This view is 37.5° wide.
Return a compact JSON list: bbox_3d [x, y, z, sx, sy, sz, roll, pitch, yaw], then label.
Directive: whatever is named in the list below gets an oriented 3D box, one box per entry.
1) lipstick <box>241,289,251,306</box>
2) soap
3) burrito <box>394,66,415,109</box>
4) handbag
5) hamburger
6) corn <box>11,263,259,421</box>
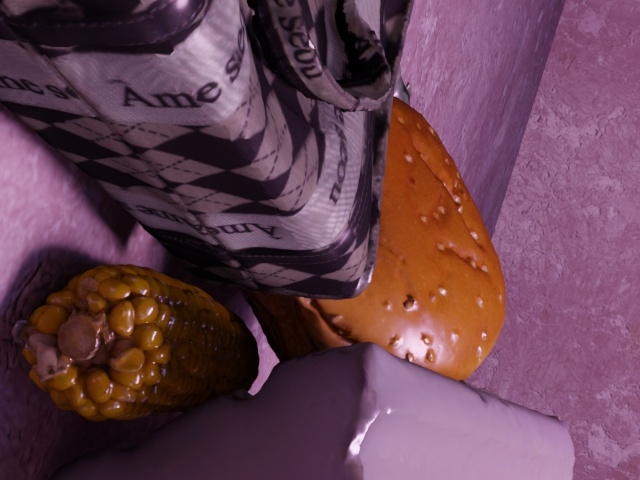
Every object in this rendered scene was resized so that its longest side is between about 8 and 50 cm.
[{"bbox_3d":[0.000,0.000,1.006,0.254,0.070,0.070,-44,148,-59],"label":"lipstick"},{"bbox_3d":[0.016,0.259,0.739,0.435,0.350,0.213,32,39,-55],"label":"soap"},{"bbox_3d":[0.062,-0.147,1.057,0.096,0.066,0.309,-66,161,-9],"label":"burrito"},{"bbox_3d":[-0.044,-0.177,0.518,0.416,0.180,0.317,56,46,-64],"label":"handbag"},{"bbox_3d":[0.036,0.004,0.824,0.170,0.290,0.314,-29,-174,32],"label":"hamburger"},{"bbox_3d":[-0.110,0.077,0.692,0.313,0.102,0.102,37,73,-77],"label":"corn"}]
